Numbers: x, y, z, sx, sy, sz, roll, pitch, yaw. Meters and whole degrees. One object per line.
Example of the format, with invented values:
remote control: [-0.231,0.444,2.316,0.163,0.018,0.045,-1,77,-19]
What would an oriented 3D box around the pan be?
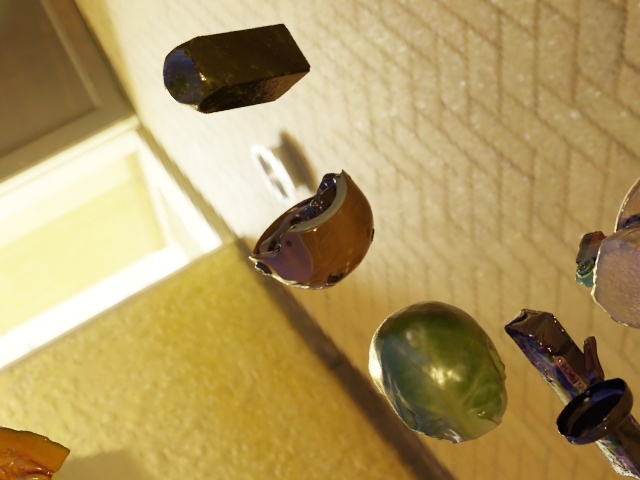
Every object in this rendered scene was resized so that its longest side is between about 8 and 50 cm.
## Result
pan: [0.378,0.206,1.681,0.040,0.115,0.212,48,-152,-17]

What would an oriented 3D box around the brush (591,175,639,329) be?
brush: [0.497,-0.008,1.769,0.174,0.166,0.267,22,137,29]

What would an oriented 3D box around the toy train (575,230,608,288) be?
toy train: [0.538,0.029,2.206,0.074,0.118,0.176,41,143,-22]

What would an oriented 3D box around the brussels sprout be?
brussels sprout: [0.193,0.210,1.968,0.244,0.244,0.244,53,163,24]

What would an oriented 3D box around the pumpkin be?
pumpkin: [-0.437,0.350,1.490,0.139,0.190,0.280,27,141,-26]

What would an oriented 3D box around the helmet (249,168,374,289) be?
helmet: [0.000,0.000,1.847,0.130,0.198,0.224,48,155,-7]

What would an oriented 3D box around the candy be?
candy: [0.396,0.231,1.825,0.312,0.061,0.088,50,165,-11]

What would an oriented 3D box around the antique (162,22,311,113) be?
antique: [-0.117,-0.223,1.593,0.080,0.221,0.081,-37,80,37]
